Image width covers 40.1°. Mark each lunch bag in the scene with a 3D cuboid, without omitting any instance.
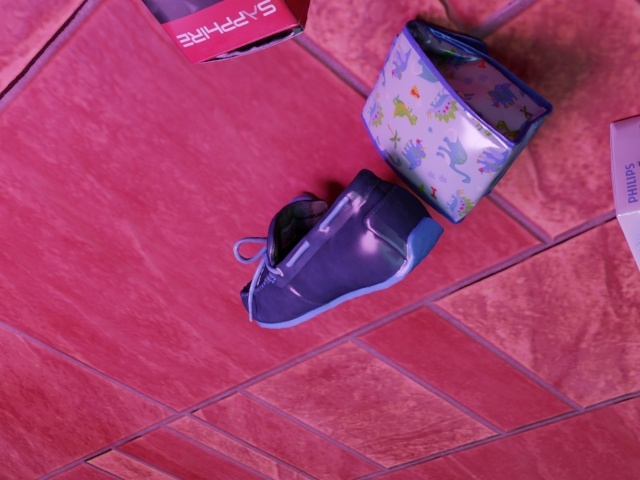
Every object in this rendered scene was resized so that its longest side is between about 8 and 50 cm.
[{"bbox_3d":[0.115,-0.114,0.815,0.151,0.096,0.129,40,141,10],"label":"lunch bag"}]

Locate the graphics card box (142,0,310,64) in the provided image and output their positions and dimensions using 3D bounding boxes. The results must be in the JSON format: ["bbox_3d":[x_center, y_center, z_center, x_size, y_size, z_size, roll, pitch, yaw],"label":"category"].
[{"bbox_3d":[-0.118,-0.314,0.505,0.094,0.233,0.371,-13,137,27],"label":"graphics card box"}]

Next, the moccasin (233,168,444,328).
[{"bbox_3d":[0.000,0.000,0.947,0.117,0.138,0.342,48,143,-10],"label":"moccasin"}]

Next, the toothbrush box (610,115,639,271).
[{"bbox_3d":[0.444,-0.033,0.813,0.295,0.126,0.216,-11,137,27],"label":"toothbrush box"}]
